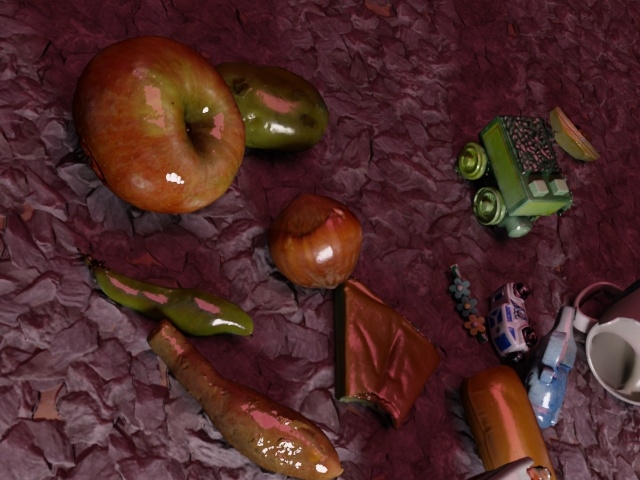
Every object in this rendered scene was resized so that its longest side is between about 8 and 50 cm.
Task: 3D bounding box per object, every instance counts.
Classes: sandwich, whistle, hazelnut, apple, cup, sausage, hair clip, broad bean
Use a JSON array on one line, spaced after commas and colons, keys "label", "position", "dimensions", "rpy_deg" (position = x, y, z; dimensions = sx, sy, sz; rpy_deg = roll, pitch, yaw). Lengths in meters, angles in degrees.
[{"label": "sandwich", "position": [0.085, 0.206, 1.529], "dimensions": [0.245, 0.063, 0.212], "rpy_deg": [41, 52, -1]}, {"label": "whistle", "position": [0.450, 0.254, 1.652], "dimensions": [0.093, 0.180, 0.269], "rpy_deg": [16, 77, 12]}, {"label": "hazelnut", "position": [0.000, 0.000, 1.534], "dimensions": [0.182, 0.182, 0.182], "rpy_deg": [14, 56, -23]}, {"label": "apple", "position": [-0.287, -0.193, 1.448], "dimensions": [0.278, 0.250, 0.309], "rpy_deg": [-9, 88, -50]}, {"label": "cup", "position": [0.693, 0.190, 1.815], "dimensions": [0.290, 0.219, 0.258], "rpy_deg": [28, 43, 28]}, {"label": "sausage", "position": [0.364, 0.410, 1.540], "dimensions": [0.134, 0.116, 0.353], "rpy_deg": [0, 65, -46]}, {"label": "hair clip", "position": [0.299, 0.130, 1.717], "dimensions": [0.049, 0.049, 0.172], "rpy_deg": [-8, 68, -33]}, {"label": "broad bean", "position": [-0.259, 0.099, 1.388], "dimensions": [0.325, 0.067, 0.075], "rpy_deg": [23, 70, -13]}]

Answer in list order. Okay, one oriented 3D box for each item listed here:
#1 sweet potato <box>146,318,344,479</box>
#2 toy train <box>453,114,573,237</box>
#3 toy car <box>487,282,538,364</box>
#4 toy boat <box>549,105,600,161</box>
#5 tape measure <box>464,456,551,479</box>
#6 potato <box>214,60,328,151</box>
[{"label": "sweet potato", "position": [-0.130, 0.273, 1.344], "dimensions": [0.385, 0.109, 0.109], "rpy_deg": [35, 51, 0]}, {"label": "toy train", "position": [0.428, -0.148, 1.858], "dimensions": [0.159, 0.188, 0.271], "rpy_deg": [-1, 65, -29]}, {"label": "toy car", "position": [0.389, 0.171, 1.717], "dimensions": [0.071, 0.080, 0.170], "rpy_deg": [10, 59, -23]}, {"label": "toy boat", "position": [0.645, -0.267, 2.135], "dimensions": [0.172, 0.065, 0.066], "rpy_deg": [45, 63, -6]}, {"label": "tape measure", "position": [0.233, 0.466, 1.344], "dimensions": [0.243, 0.246, 0.125], "rpy_deg": [-22, 74, -26]}, {"label": "potato", "position": [-0.110, -0.262, 1.643], "dimensions": [0.253, 0.148, 0.186], "rpy_deg": [28, 36, -3]}]
